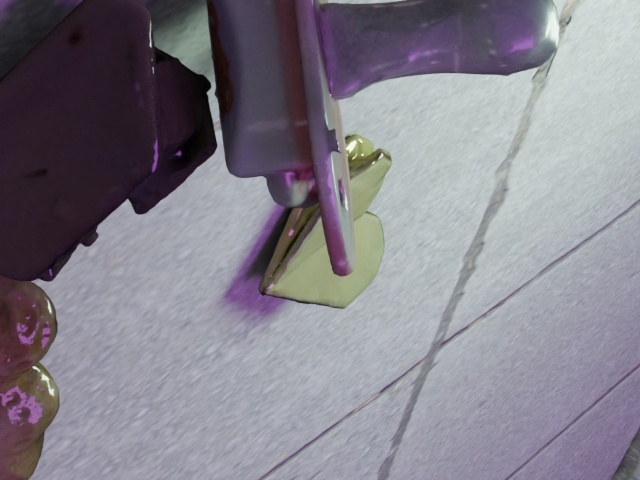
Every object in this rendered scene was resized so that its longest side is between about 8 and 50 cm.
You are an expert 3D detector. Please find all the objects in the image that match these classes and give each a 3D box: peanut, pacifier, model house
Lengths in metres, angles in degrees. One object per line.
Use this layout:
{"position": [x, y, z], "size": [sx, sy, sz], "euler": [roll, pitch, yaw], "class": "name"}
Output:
{"position": [-0.253, 0.107, 1.273], "size": [0.085, 0.104, 0.227], "euler": [-79, 179, -47], "class": "peanut"}
{"position": [0.021, -0.141, 1.233], "size": [0.220, 0.273, 0.332], "euler": [-6, 89, -50], "class": "pacifier"}
{"position": [-0.166, -0.067, 1.179], "size": [0.229, 0.122, 0.188], "euler": [-43, 173, 12], "class": "model house"}

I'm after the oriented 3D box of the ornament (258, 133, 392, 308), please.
{"position": [0.000, 0.000, 1.679], "size": [0.180, 0.059, 0.201], "euler": [-39, 151, -30], "class": "ornament"}
